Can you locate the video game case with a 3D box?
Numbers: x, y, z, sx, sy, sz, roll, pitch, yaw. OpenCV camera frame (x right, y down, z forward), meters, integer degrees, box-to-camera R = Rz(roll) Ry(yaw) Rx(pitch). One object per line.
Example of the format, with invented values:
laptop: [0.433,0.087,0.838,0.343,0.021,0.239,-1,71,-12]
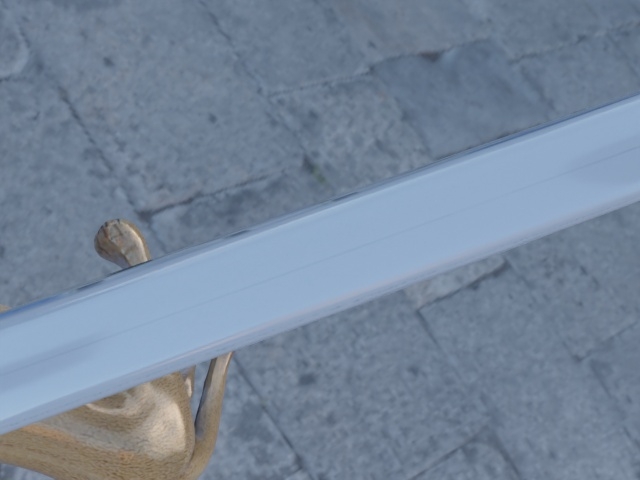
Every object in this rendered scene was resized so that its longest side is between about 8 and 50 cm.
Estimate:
video game case: [0.000,0.000,0.484,0.329,0.300,0.036,-20,92,-6]

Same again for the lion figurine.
lion figurine: [-0.188,0.087,0.660,0.392,0.142,0.240,9,37,-23]
